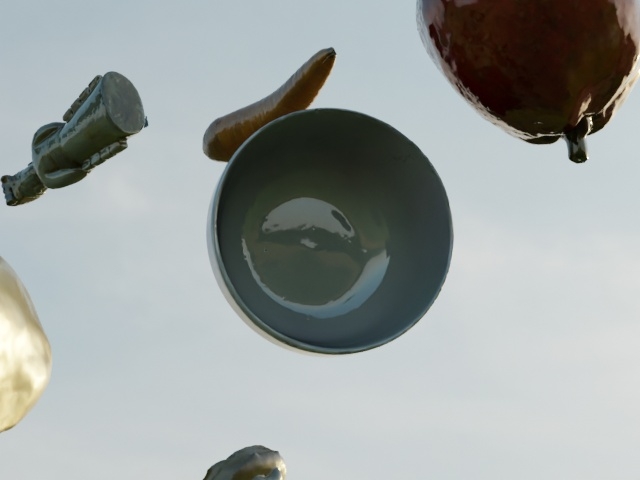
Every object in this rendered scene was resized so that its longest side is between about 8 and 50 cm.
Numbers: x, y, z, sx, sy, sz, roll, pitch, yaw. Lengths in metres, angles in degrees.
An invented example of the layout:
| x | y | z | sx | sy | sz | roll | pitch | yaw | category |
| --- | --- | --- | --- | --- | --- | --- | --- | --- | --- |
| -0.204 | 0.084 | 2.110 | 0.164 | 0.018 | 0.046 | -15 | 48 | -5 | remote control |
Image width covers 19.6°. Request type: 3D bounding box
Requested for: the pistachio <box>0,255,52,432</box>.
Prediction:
| x | y | z | sx | sy | sz | roll | pitch | yaw | category |
| --- | --- | --- | --- | --- | --- | --- | --- | --- | --- |
| -0.358 | 0.080 | 1.504 | 0.229 | 0.238 | 0.321 | -22 | -21 | 25 | pistachio |

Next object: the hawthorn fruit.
| x | y | z | sx | sy | sz | roll | pitch | yaw | category |
| --- | --- | --- | --- | --- | --- | --- | --- | --- | --- |
| 0.251 | -0.235 | 2.115 | 0.265 | 0.307 | 0.265 | -14 | -17 | -5 | hawthorn fruit |

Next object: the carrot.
| x | y | z | sx | sy | sz | roll | pitch | yaw | category |
| --- | --- | --- | --- | --- | --- | --- | --- | --- | --- |
| -0.052 | -0.159 | 2.243 | 0.271 | 0.066 | 0.062 | -28 | 7 | 41 | carrot |

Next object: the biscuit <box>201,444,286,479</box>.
| x | y | z | sx | sy | sz | roll | pitch | yaw | category |
| --- | --- | --- | --- | --- | --- | --- | --- | --- | --- |
| -0.082 | 0.307 | 1.465 | 0.197 | 0.049 | 0.301 | -23 | -54 | -37 | biscuit |

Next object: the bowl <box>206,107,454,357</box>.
| x | y | z | sx | sy | sz | roll | pitch | yaw | category |
| --- | --- | --- | --- | --- | --- | --- | --- | --- | --- |
| 0.000 | 0.000 | 2.154 | 0.287 | 0.287 | 0.144 | 4 | -12 | -14 | bowl |

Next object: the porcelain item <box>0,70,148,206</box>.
| x | y | z | sx | sy | sz | roll | pitch | yaw | category |
| --- | --- | --- | --- | --- | --- | --- | --- | --- | --- |
| -0.267 | -0.095 | 1.977 | 0.054 | 0.084 | 0.213 | 4 | -29 | -42 | porcelain item |
